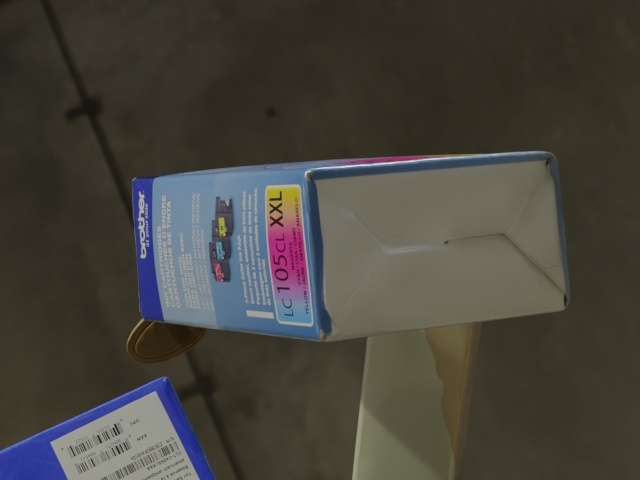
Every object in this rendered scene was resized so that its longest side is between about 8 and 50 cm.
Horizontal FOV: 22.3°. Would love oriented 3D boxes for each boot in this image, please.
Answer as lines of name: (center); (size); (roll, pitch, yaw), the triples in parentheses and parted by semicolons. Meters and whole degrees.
boot: (-0.177, 0.065, 2.076); (0.197, 0.073, 0.152); (-41, 25, -2)

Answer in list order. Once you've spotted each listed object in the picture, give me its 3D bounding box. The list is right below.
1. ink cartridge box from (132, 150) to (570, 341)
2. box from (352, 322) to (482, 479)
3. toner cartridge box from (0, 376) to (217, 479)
ink cartridge box: (0.000, 0.000, 1.519); (0.270, 0.151, 0.395); (-5, 2, -32)
box: (0.120, 0.135, 1.901); (0.121, 0.311, 0.148); (10, 28, 9)
toner cartridge box: (-0.178, 0.171, 0.941); (0.165, 0.075, 0.348); (-23, -7, -21)
